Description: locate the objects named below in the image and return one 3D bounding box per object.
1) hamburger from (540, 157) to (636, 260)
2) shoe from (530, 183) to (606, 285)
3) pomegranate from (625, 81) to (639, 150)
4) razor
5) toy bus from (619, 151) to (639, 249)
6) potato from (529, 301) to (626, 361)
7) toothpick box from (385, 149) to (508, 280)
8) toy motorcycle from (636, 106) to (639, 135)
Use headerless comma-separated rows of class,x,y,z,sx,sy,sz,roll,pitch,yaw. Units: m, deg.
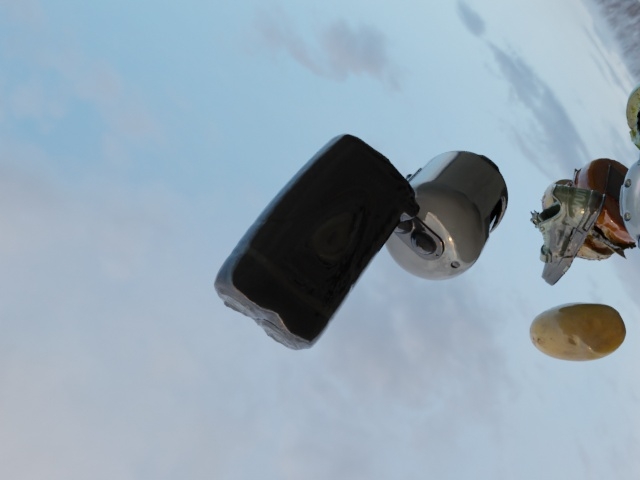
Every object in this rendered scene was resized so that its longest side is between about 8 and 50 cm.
hamburger,0.776,-0.079,1.609,0.291,0.225,0.290,16,-126,-24
shoe,0.599,-0.023,1.460,0.149,0.292,0.109,25,-140,15
pomegranate,0.797,-0.287,1.192,0.236,0.302,0.235,10,-120,-17
razor,-0.001,0.001,0.924,0.204,0.113,0.349,43,-105,-16
toy bus,0.720,-0.070,1.047,0.232,0.288,0.193,2,-91,-48
potato,0.658,0.235,1.466,0.146,0.234,0.150,-1,-101,-45
toothpick box,0.238,-0.054,1.148,0.229,0.229,0.316,55,-144,-3
toy motorcycle,0.559,-0.252,0.724,0.196,0.331,0.125,28,-170,31
